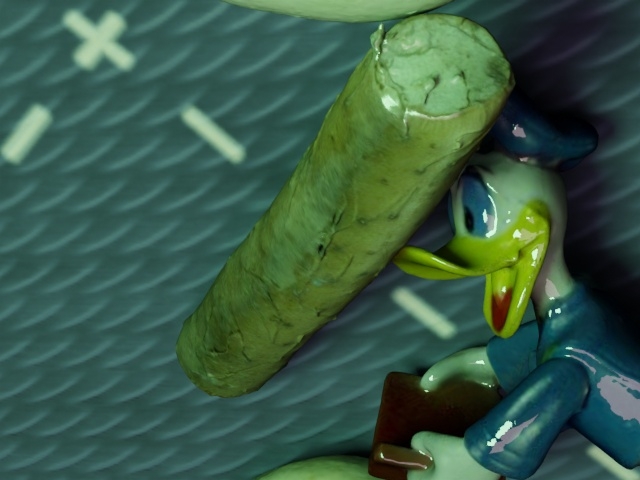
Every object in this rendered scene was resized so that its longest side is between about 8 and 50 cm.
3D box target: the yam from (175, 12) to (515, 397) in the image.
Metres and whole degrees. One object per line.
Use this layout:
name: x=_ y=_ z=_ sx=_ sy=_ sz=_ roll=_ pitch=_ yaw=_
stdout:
yam: x=0.000 y=0.000 z=0.880 sx=0.083 sy=0.083 sz=0.371 roll=29 pitch=144 yaw=-5

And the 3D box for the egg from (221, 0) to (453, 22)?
egg: x=0.018 y=-0.185 z=0.764 sx=0.271 sy=0.206 sz=0.162 roll=-31 pitch=103 yaw=24

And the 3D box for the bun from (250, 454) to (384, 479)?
bun: x=0.022 y=0.245 z=1.068 sx=0.222 sy=0.127 sz=0.222 roll=6 pitch=101 yaw=33

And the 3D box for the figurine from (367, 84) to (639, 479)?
figurine: x=0.148 y=0.060 z=0.934 sx=0.283 sy=0.204 sz=0.338 roll=-15 pitch=103 yaw=27
